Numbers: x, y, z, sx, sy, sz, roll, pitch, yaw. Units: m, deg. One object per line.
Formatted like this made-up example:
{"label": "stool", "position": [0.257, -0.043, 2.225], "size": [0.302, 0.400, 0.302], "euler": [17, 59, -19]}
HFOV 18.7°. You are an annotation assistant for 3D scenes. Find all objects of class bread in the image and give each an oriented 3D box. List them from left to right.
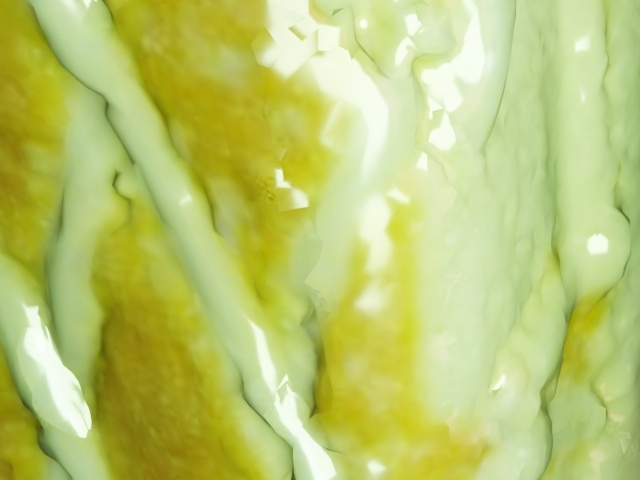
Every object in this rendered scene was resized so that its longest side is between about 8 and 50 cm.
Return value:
{"label": "bread", "position": [-0.051, -0.056, 0.693], "size": [0.279, 0.371, 0.390], "euler": [-34, 125, -45]}
